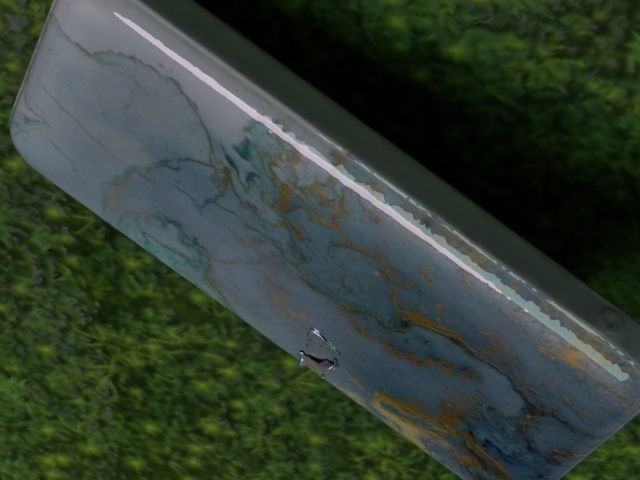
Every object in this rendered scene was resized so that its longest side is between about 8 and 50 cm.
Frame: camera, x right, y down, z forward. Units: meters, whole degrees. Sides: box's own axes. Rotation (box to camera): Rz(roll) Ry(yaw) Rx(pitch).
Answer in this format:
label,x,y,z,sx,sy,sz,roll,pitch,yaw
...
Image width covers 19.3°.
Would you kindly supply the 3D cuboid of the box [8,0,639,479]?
label,x,y,z,sx,sy,sz,roll,pitch,yaw
box,0.000,0.000,0.782,0.285,0.044,0.142,36,144,1
